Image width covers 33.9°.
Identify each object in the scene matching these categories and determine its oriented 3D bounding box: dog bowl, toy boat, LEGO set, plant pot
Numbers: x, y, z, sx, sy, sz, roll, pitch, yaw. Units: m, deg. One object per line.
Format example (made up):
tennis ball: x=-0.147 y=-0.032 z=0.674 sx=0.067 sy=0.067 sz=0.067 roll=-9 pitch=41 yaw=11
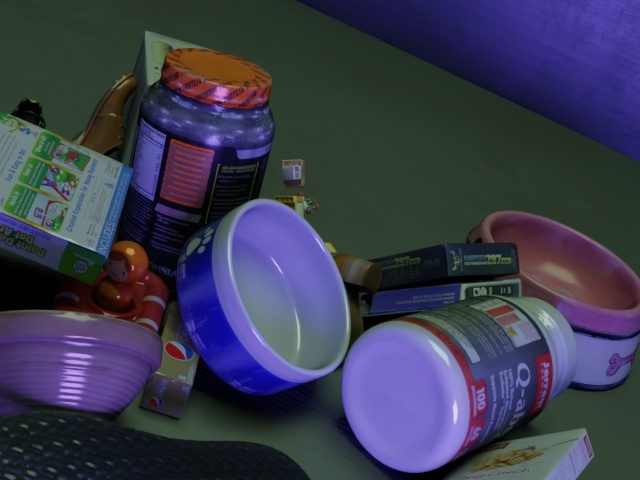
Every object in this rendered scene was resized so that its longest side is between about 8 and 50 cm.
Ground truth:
dog bowl: x=-0.076 y=0.080 z=1.483 sx=0.265 sy=0.104 sz=0.265 roll=35 pitch=42 yaw=-39
dog bowl: x=0.427 y=0.093 z=1.966 sx=0.407 sy=0.150 sz=0.408 roll=19 pitch=27 yaw=-10
toy boat: x=-0.279 y=0.069 z=1.432 sx=0.150 sy=0.151 sz=0.231 roll=19 pitch=26 yaw=-8
LEGO set: x=0.000 y=0.000 z=1.811 sx=0.107 sy=0.132 sz=0.287 roll=0 pitch=57 yaw=-48
plant pot: x=-0.305 y=0.165 z=1.223 sx=0.237 sy=0.237 sz=0.110 roll=10 pitch=68 yaw=-25

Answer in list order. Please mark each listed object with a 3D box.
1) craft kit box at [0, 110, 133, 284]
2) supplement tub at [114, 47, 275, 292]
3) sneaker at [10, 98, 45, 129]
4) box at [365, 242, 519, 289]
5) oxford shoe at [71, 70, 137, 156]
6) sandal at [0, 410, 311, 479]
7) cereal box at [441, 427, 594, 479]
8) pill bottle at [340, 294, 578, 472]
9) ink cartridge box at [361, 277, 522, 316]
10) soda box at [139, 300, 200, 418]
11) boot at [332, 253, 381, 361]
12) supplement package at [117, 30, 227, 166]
craft kit box: x=-0.387 y=-0.071 z=1.397 sx=0.246 sy=0.061 sz=0.250 roll=27 pitch=27 yaw=-15
supplement tub: x=-0.189 y=-0.107 z=1.605 sx=0.207 sy=0.338 sz=0.207 roll=14 pitch=24 yaw=-6
sneaker: x=-0.507 y=-0.171 z=1.755 sx=0.084 sy=0.097 sz=0.235 roll=14 pitch=28 yaw=-18
box: x=0.196 y=0.047 z=1.810 sx=0.183 sy=0.059 sz=0.232 roll=-2 pitch=-8 yaw=-40
oxford shoe: x=-0.372 y=-0.199 z=1.848 sx=0.076 sy=0.212 sz=0.076 roll=29 pitch=-13 yaw=-2
sandal: x=-0.187 y=0.295 z=1.167 sx=0.445 sy=0.107 sz=0.167 roll=18 pitch=22 yaw=-40
cereal box: x=0.241 y=0.321 z=1.385 sx=0.240 sy=0.173 sz=0.047 roll=-24 pitch=95 yaw=-56
pill bottle: x=0.217 y=0.192 z=1.538 sx=0.210 sy=0.210 sz=0.362 roll=40 pitch=31 yaw=30
ink cartridge box: x=0.192 y=0.096 z=1.750 sx=0.208 sy=0.045 sz=0.206 roll=-3 pitch=-5 yaw=-41
soda box: x=-0.197 y=0.158 z=1.432 sx=0.058 sy=0.061 sz=0.181 roll=19 pitch=26 yaw=-8
boot: x=0.001 y=0.109 z=1.660 sx=0.152 sy=0.197 sz=0.073 roll=7 pitch=-32 yaw=44
supplement package: x=-0.258 y=-0.232 z=1.958 sx=0.199 sy=0.198 sz=0.263 roll=13 pitch=28 yaw=-18
